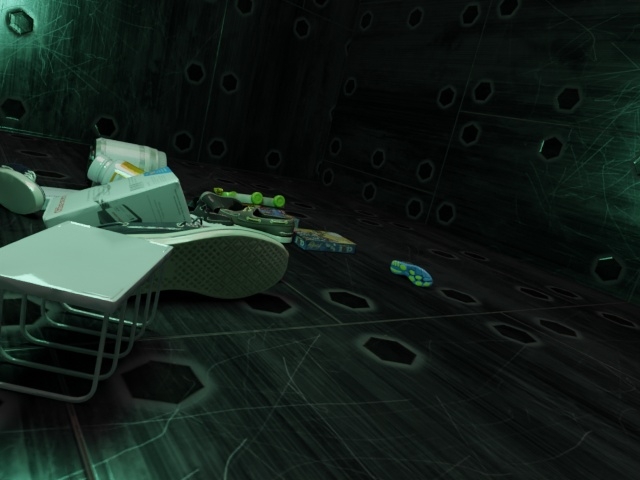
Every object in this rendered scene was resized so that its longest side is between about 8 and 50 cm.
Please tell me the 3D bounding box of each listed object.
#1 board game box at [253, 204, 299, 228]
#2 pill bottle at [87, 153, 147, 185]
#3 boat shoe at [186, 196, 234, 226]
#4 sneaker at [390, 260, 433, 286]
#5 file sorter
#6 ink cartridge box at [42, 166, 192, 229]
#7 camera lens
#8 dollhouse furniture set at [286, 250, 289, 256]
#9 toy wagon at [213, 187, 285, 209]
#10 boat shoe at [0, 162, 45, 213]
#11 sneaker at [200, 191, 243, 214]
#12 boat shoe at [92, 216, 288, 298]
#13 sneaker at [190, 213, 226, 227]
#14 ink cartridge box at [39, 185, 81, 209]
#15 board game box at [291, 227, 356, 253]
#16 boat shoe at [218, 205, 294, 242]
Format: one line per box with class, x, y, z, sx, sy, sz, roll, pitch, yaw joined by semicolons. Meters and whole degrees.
board game box;-0.198;-0.095;2.065;0.194;0.060;0.194;12;12;-13
pill bottle;-0.694;-0.206;1.696;0.246;0.136;0.136;29;10;-9
boat shoe;-0.464;-0.105;1.693;0.340;0.113;0.127;7;15;-27
sneaker;0.340;0.113;1.715;0.078;0.067;0.188;-3;17;-35
file sorter;-0.379;0.099;0.742;0.193;0.173;0.277;14;13;-5
ink cartridge box;-0.508;-0.073;1.201;0.307;0.129;0.223;-20;24;-18
camera lens;-0.773;-0.277;1.870;0.274;0.219;0.219;7;14;-30
dollhouse furniture set;-0.151;0.065;1.528;0.081;0.091;0.114;-24;-22;12
toy wagon;-0.346;-0.195;2.245;0.344;0.068;0.267;4;3;-37
boat shoe;-0.922;-0.176;1.449;0.341;0.127;0.158;18;24;21
sneaker;-0.402;-0.132;2.014;0.222;0.083;0.118;9;30;-51
boat shoe;-0.310;0.035;1.093;0.500;0.186;0.156;0;23;-31
sneaker;-0.372;-0.011;1.488;0.235;0.090;0.095;15;25;24
ink cartridge box;-0.838;-0.143;1.606;0.223;0.045;0.224;4;15;-37
board game box;0.000;0.000;1.902;0.243;0.042;0.165;6;15;-33
boat shoe;-0.255;-0.080;1.849;0.324;0.096;0.116;17;13;15
